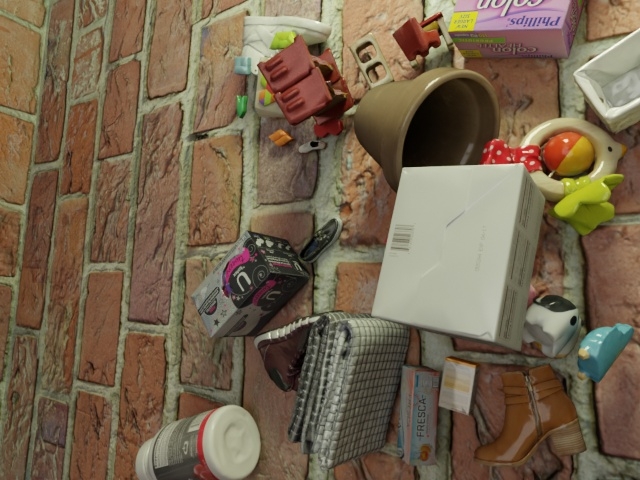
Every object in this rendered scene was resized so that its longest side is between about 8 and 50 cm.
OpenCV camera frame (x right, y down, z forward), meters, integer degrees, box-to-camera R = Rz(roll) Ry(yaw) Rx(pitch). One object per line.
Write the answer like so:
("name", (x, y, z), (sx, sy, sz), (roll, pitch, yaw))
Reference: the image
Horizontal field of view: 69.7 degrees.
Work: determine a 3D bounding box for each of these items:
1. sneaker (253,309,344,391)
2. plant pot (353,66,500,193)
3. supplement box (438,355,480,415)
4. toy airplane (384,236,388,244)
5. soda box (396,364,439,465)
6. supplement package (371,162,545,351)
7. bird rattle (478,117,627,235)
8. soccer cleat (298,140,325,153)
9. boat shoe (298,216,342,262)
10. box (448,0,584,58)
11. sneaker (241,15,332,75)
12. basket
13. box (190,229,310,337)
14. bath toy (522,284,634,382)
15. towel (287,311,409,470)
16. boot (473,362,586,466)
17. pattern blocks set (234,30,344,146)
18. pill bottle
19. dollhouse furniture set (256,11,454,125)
("sneaker", (-0.033, 0.269, 1.087), (0.281, 0.106, 0.162), (-28, 73, 38))
("plant pot", (0.191, -0.225, 0.942), (0.229, 0.263, 0.263), (40, 106, 51))
("supplement box", (0.274, 0.285, 0.908), (0.062, 0.036, 0.098), (9, 87, 34))
("toy airplane", (0.212, 0.022, 0.995), (0.151, 0.028, 0.151), (-5, 81, 32))
("soda box", (0.196, 0.348, 0.924), (0.063, 0.058, 0.183), (160, 116, -76))
("supplement package", (0.228, 0.025, 0.755), (0.204, 0.145, 0.262), (5, 77, 39))
("bird rattle", (0.425, -0.132, 0.842), (0.207, 0.143, 0.253), (-48, 56, -6))
("soccer cleat", (-0.026, -0.245, 1.189), (0.083, 0.035, 0.029), (-2, 82, 33))
("boat shoe", (0.000, 0.000, 1.131), (0.142, 0.040, 0.049), (-51, 59, 17))
("box", (0.397, -0.497, 0.899), (0.213, 0.117, 0.243), (17, 93, 34))
("sneaker", (-0.102, -0.512, 1.252), (0.292, 0.108, 0.169), (18, 103, 34))
("basket", (0.540, -0.275, 0.778), (0.167, 0.103, 0.113), (-32, 66, 25))
("box", (-0.178, 0.118, 1.156), (0.247, 0.163, 0.142), (-48, 59, 19))
("bath toy", (0.354, 0.105, 0.831), (0.129, 0.151, 0.348), (-41, 50, -18))
("towel", (0.063, 0.288, 0.931), (0.121, 0.235, 0.284), (12, 88, 38))
("boot", (0.354, 0.316, 0.833), (0.197, 0.073, 0.152), (-22, 72, 17))
("pattern blocks set", (-0.095, -0.392, 1.201), (0.325, 0.026, 0.285), (2, 103, 30))
("pill bottle", (-0.324, 0.545, 1.181), (0.318, 0.176, 0.176), (-26, 69, 28))
("dollhouse furniture set", (0.083, -0.400, 0.993), (0.374, 0.201, 0.152), (-25, 94, 21))
